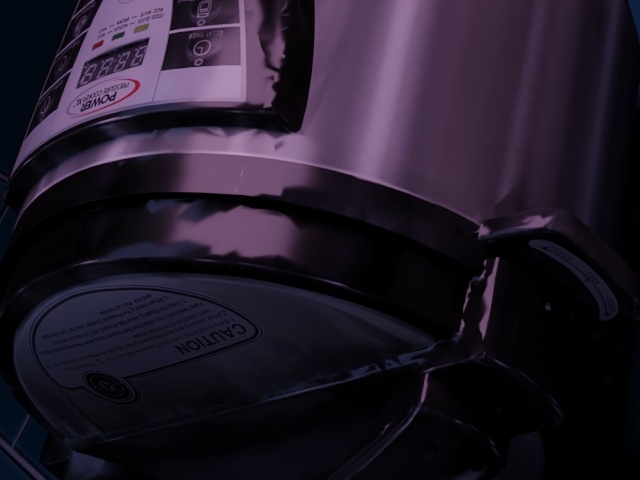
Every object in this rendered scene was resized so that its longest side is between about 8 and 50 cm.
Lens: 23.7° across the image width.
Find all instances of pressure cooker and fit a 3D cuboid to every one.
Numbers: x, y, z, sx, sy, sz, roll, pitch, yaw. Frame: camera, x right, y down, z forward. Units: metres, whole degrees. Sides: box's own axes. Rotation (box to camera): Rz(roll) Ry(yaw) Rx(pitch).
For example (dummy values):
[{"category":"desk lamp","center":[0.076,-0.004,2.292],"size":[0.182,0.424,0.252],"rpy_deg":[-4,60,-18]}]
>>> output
[{"category":"pressure cooker","center":[0.005,0.003,0.937],"size":[0.370,0.376,0.420],"rpy_deg":[99,-175,-58]}]
